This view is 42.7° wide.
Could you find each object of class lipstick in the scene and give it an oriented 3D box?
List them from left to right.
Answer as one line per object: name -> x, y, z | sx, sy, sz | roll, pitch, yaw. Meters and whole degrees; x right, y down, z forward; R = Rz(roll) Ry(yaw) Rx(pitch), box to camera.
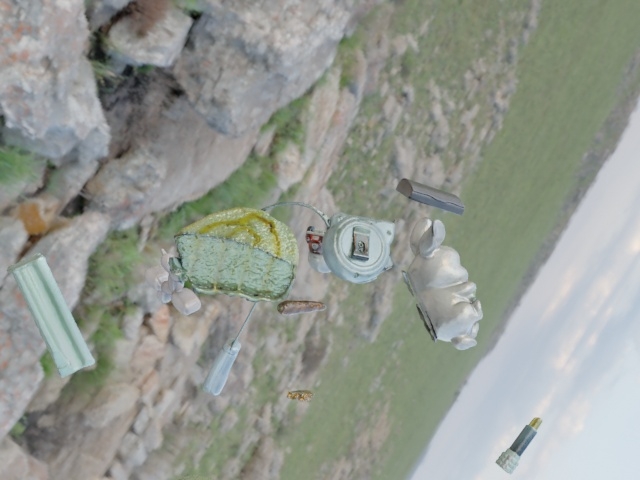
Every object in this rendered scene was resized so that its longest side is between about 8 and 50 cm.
lipstick -> 0.367, 0.371, 1.498 | 0.116, 0.037, 0.037 | -52, 165, -9

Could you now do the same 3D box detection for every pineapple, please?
pineapple -> -0.041, 0.355, 1.879 | 0.083, 0.045, 0.019 | 9, 95, -56

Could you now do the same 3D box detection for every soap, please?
soap -> -0.450, 0.123, 1.365 | 0.063, 0.198, 0.114 | -27, -169, -19

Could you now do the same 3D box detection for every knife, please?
knife -> -0.172, 0.201, 1.681 | 0.331, 0.044, 0.080 | -61, 180, 32

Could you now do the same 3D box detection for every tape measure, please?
tape measure -> 0.000, -0.001, 1.728 | 0.084, 0.330, 0.164 | 133, -39, -60

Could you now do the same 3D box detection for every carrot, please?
carrot -> -0.039, 0.154, 1.901 | 0.165, 0.036, 0.035 | 2, 121, -48

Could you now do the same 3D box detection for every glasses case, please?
glasses case -> 0.280, -0.109, 2.068 | 0.191, 0.072, 0.042 | 14, 113, -37

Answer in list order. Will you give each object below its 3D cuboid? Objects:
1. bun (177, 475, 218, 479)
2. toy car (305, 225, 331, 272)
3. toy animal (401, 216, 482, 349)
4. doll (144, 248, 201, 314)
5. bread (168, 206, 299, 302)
bun -> -0.153, 0.434, 1.140 | 0.108, 0.221, 0.221 | -46, 162, -46
toy car -> 0.009, 0.028, 2.104 | 0.139, 0.112, 0.112 | 20, 82, -62
toy animal -> 0.301, 0.107, 2.045 | 0.154, 0.325, 0.208 | -21, -174, -6
doll -> -0.340, 0.097, 1.868 | 0.059, 0.160, 0.161 | -28, 133, -38
bread -> -0.105, 0.005, 1.030 | 0.110, 0.156, 0.103 | -83, -167, -45
